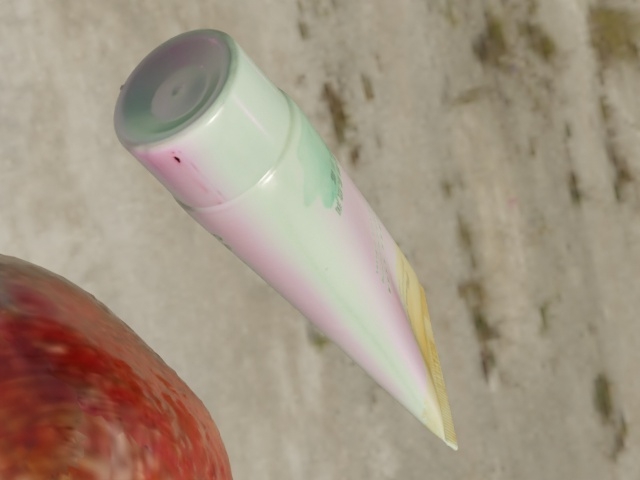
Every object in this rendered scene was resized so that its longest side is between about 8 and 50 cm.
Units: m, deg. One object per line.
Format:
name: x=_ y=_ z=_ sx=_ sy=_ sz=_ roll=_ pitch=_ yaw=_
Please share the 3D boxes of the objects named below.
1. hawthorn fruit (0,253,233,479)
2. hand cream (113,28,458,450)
hawthorn fruit: x=-0.107 y=0.090 z=0.474 sx=0.173 sy=0.172 sz=0.173 roll=-12 pitch=90 yaw=-70
hand cream: x=0.000 y=0.000 z=0.513 sx=0.174 sy=0.047 sz=0.076 roll=47 pitch=25 yaw=-42
